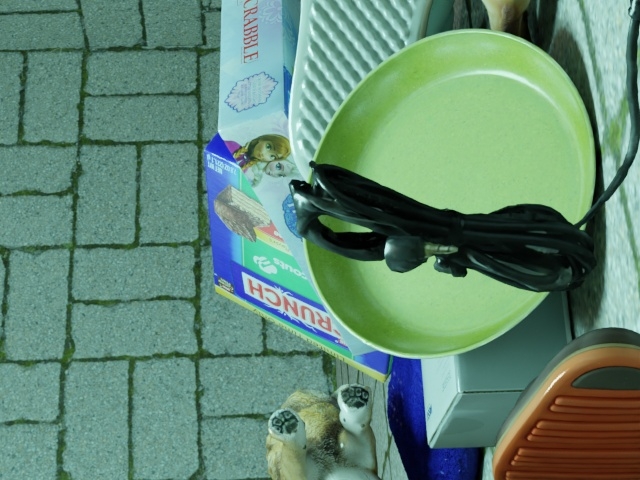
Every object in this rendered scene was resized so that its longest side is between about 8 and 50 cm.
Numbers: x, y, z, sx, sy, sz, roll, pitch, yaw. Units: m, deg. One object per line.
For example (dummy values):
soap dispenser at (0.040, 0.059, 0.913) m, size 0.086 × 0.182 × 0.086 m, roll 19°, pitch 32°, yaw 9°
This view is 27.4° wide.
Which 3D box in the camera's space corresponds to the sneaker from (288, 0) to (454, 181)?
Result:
sneaker at (0.051, -0.218, 1.058) m, size 0.150 × 0.135 × 0.365 m, roll -48°, pitch -27°, yaw -76°

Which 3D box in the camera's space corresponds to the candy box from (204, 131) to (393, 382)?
candy box at (0.000, 0.000, 1.611) m, size 0.122 × 0.268 × 0.317 m, roll -55°, pitch -18°, yaw -29°

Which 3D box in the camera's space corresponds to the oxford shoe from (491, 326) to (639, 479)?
oxford shoe at (0.146, 0.107, 0.785) m, size 0.271 × 0.097 × 0.098 m, roll 94°, pitch 179°, yaw -59°

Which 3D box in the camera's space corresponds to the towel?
towel at (0.117, 0.127, 1.368) m, size 0.227 × 0.076 × 0.308 m, roll -97°, pitch 6°, yaw -63°

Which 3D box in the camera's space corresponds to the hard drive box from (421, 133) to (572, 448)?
hard drive box at (0.128, 0.032, 1.038) m, size 0.181 × 0.089 × 0.232 m, roll 97°, pitch 171°, yaw -69°

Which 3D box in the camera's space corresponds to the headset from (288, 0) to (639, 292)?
headset at (0.108, -0.174, 0.528) m, size 0.243 × 0.185 × 0.394 m, roll -120°, pitch 40°, yaw -83°

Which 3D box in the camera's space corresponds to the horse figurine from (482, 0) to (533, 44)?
horse figurine at (0.142, -0.225, 0.921) m, size 0.263 × 0.066 × 0.174 m, roll 101°, pitch 174°, yaw -87°

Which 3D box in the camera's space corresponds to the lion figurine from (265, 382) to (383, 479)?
lion figurine at (0.059, 0.282, 1.279) m, size 0.392 × 0.142 × 0.240 m, roll 58°, pitch 166°, yaw 33°

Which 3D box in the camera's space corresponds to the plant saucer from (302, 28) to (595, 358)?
plant saucer at (0.093, -0.031, 0.936) m, size 0.037 × 0.241 × 0.241 m, roll 23°, pitch -122°, yaw -49°

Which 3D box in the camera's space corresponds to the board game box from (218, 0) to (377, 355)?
board game box at (-0.004, -0.107, 1.270) m, size 0.318 × 0.066 × 0.318 m, roll -94°, pitch -19°, yaw -44°
